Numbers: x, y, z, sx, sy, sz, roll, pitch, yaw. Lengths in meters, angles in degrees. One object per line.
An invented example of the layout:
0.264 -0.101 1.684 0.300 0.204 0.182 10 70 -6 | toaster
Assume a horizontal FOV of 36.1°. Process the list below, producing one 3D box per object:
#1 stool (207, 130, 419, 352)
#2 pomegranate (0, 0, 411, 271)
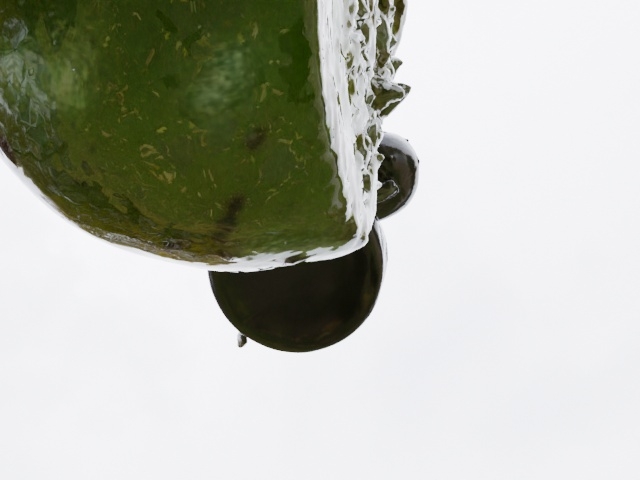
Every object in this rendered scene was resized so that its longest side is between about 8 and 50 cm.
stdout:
0.006 0.007 0.903 0.228 0.139 0.153 -28 -89 11 | stool
-0.076 -0.156 0.505 0.216 0.309 0.358 -4 -59 18 | pomegranate
